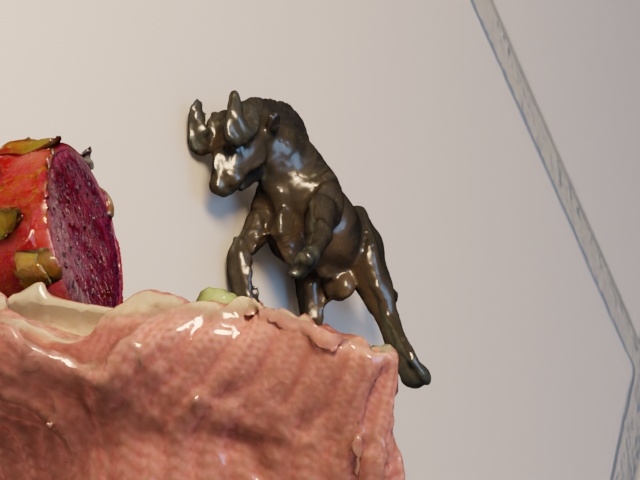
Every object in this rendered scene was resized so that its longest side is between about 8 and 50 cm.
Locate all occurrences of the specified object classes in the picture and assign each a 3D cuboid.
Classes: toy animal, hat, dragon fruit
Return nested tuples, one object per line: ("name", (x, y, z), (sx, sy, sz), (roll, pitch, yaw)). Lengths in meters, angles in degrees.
("toy animal", (0.000, 0.000, 1.159), (0.232, 0.084, 0.148), (44, 41, -43))
("hat", (-0.071, 0.157, 0.829), (0.107, 0.236, 0.286), (-30, 120, -63))
("dragon fruit", (-0.143, 0.006, 0.904), (0.126, 0.068, 0.112), (-92, 165, -46))

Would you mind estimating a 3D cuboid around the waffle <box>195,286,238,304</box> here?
("waffle", (-0.039, 0.152, 0.991), (0.214, 0.054, 0.208), (78, 8, -49))
